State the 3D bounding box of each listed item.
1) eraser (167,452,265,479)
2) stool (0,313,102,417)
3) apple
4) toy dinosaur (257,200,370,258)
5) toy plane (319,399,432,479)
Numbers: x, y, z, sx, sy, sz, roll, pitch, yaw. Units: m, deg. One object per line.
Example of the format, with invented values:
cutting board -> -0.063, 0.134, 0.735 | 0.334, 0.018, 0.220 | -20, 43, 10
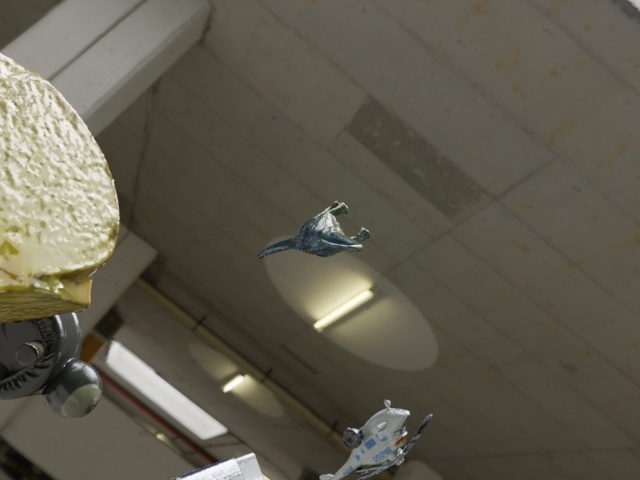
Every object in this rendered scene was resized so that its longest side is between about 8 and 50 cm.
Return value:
eraser -> -0.187, 0.373, 0.961 | 0.210, 0.124, 0.068 | 9, 49, -62
stool -> -0.399, 0.145, 0.907 | 0.227, 0.154, 0.139 | 17, -8, 3
apple -> -0.339, -0.019, 0.549 | 0.252, 0.314, 0.309 | 33, 15, 24
toy dinosaur -> 0.006, -0.006, 1.218 | 0.363, 0.147, 0.077 | -1, -59, 62
toy plane -> 0.083, 0.401, 1.260 | 0.107, 0.181, 0.273 | 54, -41, 17
